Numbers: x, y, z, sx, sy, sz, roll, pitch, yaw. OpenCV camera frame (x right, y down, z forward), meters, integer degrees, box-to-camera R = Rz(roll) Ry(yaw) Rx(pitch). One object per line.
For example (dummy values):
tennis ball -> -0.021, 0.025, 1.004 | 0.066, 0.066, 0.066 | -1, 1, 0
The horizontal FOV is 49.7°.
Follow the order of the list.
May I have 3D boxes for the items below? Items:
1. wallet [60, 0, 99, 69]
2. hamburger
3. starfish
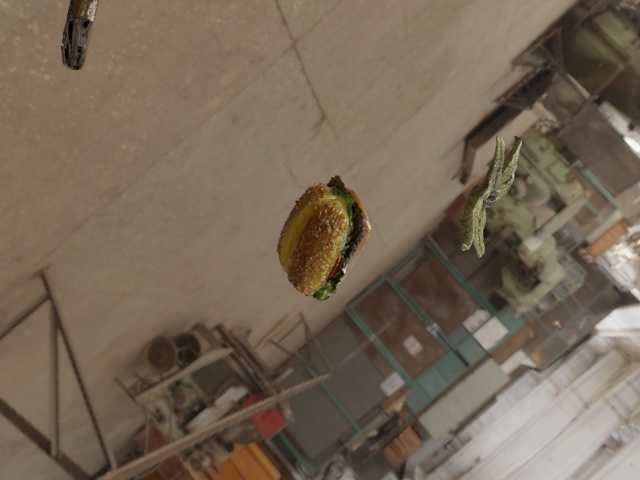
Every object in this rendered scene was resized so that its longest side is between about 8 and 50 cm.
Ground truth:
wallet -> -0.271, -0.341, 0.831 | 0.133, 0.039, 0.243 | -24, -125, 63
hamburger -> 0.000, 0.000, 0.954 | 0.087, 0.137, 0.165 | 1, 132, -33
starfish -> 0.237, -0.066, 0.976 | 0.223, 0.050, 0.216 | -57, 162, -37
